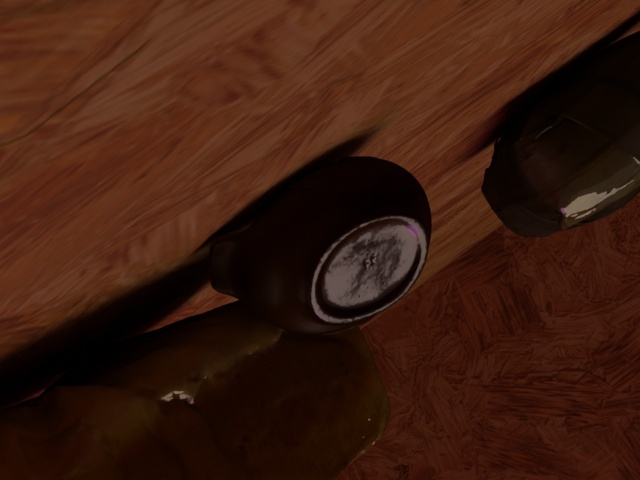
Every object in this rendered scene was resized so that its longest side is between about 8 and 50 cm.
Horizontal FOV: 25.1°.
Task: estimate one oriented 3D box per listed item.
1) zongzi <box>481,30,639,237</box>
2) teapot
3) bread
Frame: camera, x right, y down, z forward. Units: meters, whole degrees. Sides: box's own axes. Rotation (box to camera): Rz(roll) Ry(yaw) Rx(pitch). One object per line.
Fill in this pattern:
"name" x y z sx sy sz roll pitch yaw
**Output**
"zongzi" 0.249 -0.112 1.197 0.256 0.115 0.228 -46 179 -6
"teapot" 0.000 0.000 0.780 0.129 0.078 0.098 -21 127 -31
"bread" -0.102 0.125 0.781 0.167 0.132 0.294 -20 -178 40
